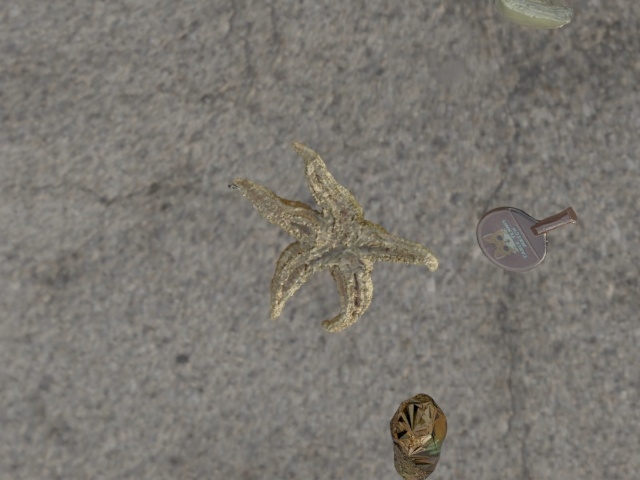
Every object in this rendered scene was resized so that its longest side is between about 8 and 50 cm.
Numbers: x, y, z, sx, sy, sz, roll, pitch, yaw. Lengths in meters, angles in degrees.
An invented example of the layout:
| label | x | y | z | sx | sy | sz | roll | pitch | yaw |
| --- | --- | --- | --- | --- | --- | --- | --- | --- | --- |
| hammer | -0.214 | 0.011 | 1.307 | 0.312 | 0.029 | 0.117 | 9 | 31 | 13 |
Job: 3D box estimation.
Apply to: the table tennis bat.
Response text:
| label | x | y | z | sx | sy | sz | roll | pitch | yaw |
| --- | --- | --- | --- | --- | --- | --- | --- | --- | --- |
| table tennis bat | 0.325 | -0.035 | 1.519 | 0.170 | 0.119 | 0.107 | -25 | 103 | 46 |

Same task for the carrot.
| label | x | y | z | sx | sy | sz | roll | pitch | yaw |
| --- | --- | --- | --- | --- | --- | --- | --- | --- | --- |
| carrot | 0.113 | 0.236 | 1.206 | 0.069 | 0.068 | 0.228 | 3 | 156 | 5 |

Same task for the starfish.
| label | x | y | z | sx | sy | sz | roll | pitch | yaw |
| --- | --- | --- | --- | --- | --- | --- | --- | --- | --- |
| starfish | 0.001 | -0.003 | 1.424 | 0.299 | 0.060 | 0.302 | -17 | 118 | 33 |

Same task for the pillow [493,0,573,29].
| label | x | y | z | sx | sy | sz | roll | pitch | yaw |
| --- | --- | --- | --- | --- | --- | --- | --- | --- | --- |
| pillow | 0.326 | -0.357 | 1.588 | 0.119 | 0.208 | 0.053 | 14 | 101 | 7 |
